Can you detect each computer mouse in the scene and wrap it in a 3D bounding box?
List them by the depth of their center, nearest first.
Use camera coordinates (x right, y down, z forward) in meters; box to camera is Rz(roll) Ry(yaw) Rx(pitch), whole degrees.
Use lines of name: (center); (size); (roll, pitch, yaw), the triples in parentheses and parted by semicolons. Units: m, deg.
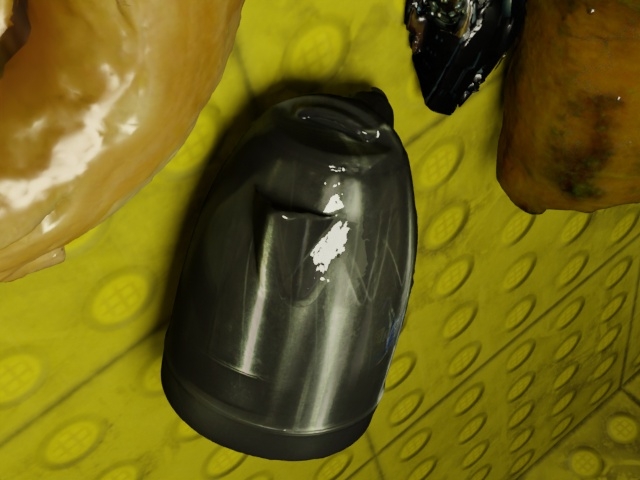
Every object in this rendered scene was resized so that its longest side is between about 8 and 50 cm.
computer mouse: (0.157, -0.226, 0.957); (0.147, 0.077, 0.241); (-26, 142, -25)

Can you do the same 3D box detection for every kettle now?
kettle: (0.000, 0.000, 0.927); (0.321, 0.228, 0.324); (-45, 154, -56)

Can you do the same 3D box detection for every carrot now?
carrot: (0.328, -0.197, 1.032); (0.242, 0.241, 0.340); (-27, 145, -28)

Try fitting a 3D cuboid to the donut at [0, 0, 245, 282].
donut: (-0.231, -0.136, 0.514); (0.449, 0.198, 0.448); (-30, 146, -23)
